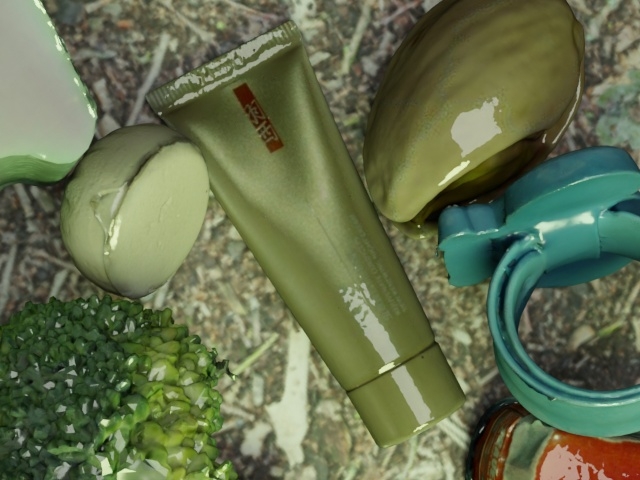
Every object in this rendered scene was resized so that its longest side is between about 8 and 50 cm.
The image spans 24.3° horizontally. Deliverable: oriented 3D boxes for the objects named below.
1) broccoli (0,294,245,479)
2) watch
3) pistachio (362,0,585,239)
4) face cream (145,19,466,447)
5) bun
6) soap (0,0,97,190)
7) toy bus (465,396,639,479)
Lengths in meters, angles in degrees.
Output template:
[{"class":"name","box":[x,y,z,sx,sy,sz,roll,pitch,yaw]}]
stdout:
[{"class":"broccoli","box":[-0.144,0.227,1.068,0.302,0.249,0.375,6,82,-9]},{"class":"watch","box":[0.201,0.052,1.150,0.211,0.211,0.193,-10,64,-12]},{"class":"pistachio","box":[0.123,-0.109,1.190,0.153,0.138,0.238,22,77,31]},{"class":"face cream","box":[0.000,0.000,1.195,0.137,0.084,0.341,-29,88,-8]},{"class":"bun","box":[-0.154,-0.030,1.143,0.094,0.138,0.138,23,83,26]},{"class":"soap","box":[-0.269,-0.128,0.946,0.156,0.446,0.261,-33,95,-10]},{"class":"toy bus","box":[0.258,0.205,1.218,0.265,0.120,0.121,12,89,-10]}]
